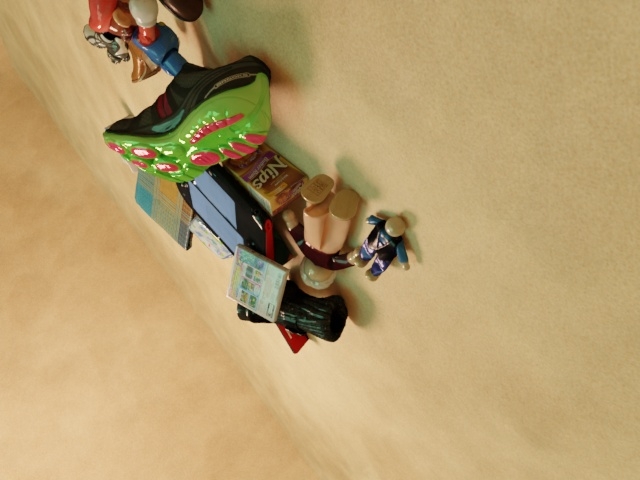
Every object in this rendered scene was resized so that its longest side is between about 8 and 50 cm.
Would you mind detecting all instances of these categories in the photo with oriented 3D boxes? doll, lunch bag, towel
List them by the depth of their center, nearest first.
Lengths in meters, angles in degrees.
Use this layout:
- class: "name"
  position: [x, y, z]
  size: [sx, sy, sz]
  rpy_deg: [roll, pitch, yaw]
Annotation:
- class: "doll"
  position: [0.124, 0.012, 1.168]
  size: [0.129, 0.046, 0.189]
  rpy_deg: [50, 151, 16]
- class: "lunch bag"
  position: [-0.322, -0.024, 1.912]
  size: [0.176, 0.090, 0.219]
  rpy_deg: [45, 161, -9]
- class: "towel"
  position: [-0.530, -0.167, 2.084]
  size: [0.370, 0.040, 0.272]
  rpy_deg: [36, 124, 36]

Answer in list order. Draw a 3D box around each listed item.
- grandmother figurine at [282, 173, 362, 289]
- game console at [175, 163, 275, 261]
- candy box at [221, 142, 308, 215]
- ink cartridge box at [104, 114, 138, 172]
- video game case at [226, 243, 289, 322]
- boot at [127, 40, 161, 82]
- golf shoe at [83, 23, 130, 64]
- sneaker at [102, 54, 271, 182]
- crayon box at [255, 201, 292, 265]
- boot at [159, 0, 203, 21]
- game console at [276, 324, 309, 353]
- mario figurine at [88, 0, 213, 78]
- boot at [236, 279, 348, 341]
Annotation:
- class: "grandmother figurine"
  position: [0.000, 0.000, 1.323]
  size: [0.207, 0.104, 0.342]
  rpy_deg: [39, 153, 20]
- class: "game console"
  position: [-0.250, -0.088, 1.504]
  size: [0.386, 0.060, 0.342]
  rpy_deg: [45, 162, 17]
- class: "candy box"
  position: [-0.125, -0.146, 1.361]
  size: [0.186, 0.109, 0.053]
  rpy_deg: [40, 155, 31]
- class: "ink cartridge box"
  position: [-0.688, -0.348, 2.194]
  size: [0.061, 0.104, 0.181]
  rpy_deg: [22, 141, 53]
- class: "video game case"
  position: [-0.152, 0.102, 1.443]
  size: [0.143, 0.019, 0.157]
  rpy_deg: [27, 123, 18]
- class: "boot"
  position: [-0.492, -0.517, 1.628]
  size: [0.197, 0.073, 0.152]
  rpy_deg: [-12, 113, 53]
- class: "golf shoe"
  position: [-0.631, -0.608, 1.787]
  size: [0.198, 0.077, 0.094]
  rpy_deg: [38, 142, 21]
- class: "sneaker"
  position: [-0.275, -0.257, 1.286]
  size: [0.482, 0.202, 0.185]
  rpy_deg: [-6, 148, 36]
- class: "crayon box"
  position: [-0.223, -0.047, 1.724]
  size: [0.319, 0.081, 0.202]
  rpy_deg: [56, 157, -4]
- class: "boot"
  position: [-0.217, -0.528, 1.093]
  size: [0.280, 0.096, 0.264]
  rpy_deg: [20, 132, 43]
- class: "game console"
  position: [-0.110, 0.281, 1.954]
  size: [0.085, 0.124, 0.144]
  rpy_deg: [-18, 108, 39]
- class: "mario figurine"
  position: [-0.349, -0.462, 1.308]
  size: [0.198, 0.170, 0.320]
  rpy_deg: [-13, 136, 42]
- class: "boot"
  position: [-0.046, 0.183, 1.624]
  size: [0.260, 0.348, 0.131]
  rpy_deg: [6, 93, 15]
